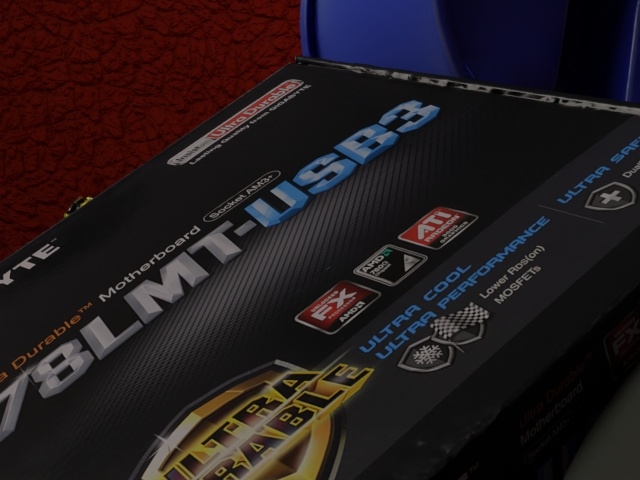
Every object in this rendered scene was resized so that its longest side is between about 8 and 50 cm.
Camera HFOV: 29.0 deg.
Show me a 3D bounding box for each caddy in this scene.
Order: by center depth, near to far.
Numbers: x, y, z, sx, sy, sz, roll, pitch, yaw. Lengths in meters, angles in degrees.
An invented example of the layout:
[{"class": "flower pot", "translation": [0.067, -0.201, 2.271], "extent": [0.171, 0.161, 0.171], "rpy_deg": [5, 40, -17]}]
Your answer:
[{"class": "caddy", "translation": [0.126, -0.169, 0.701], "extent": [0.179, 0.241, 0.341], "rpy_deg": [-8, 65, 67]}]

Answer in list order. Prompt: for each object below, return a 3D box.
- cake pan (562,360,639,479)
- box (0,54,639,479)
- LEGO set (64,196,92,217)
[{"class": "cake pan", "translation": [0.161, 0.039, 0.281], "extent": [0.293, 0.054, 0.293], "rpy_deg": [-42, 8, 7]}, {"class": "box", "translation": [-0.013, 0.034, 0.494], "extent": [0.295, 0.073, 0.293], "rpy_deg": [-37, 33, -26]}, {"class": "LEGO set", "translation": [-0.132, 0.068, 0.810], "extent": [0.331, 0.255, 0.192], "rpy_deg": [-35, -28, -50]}]
